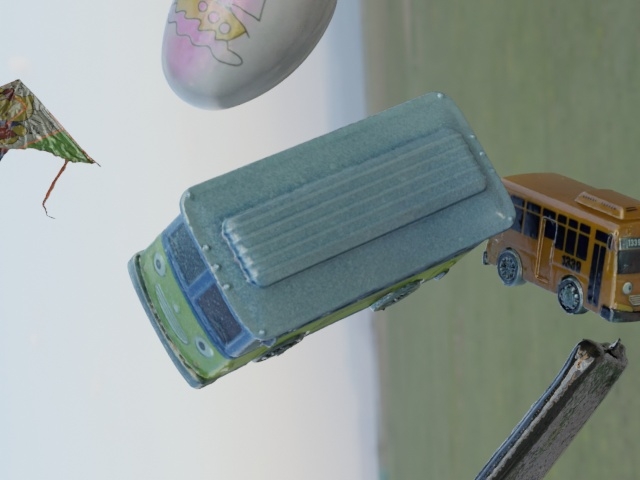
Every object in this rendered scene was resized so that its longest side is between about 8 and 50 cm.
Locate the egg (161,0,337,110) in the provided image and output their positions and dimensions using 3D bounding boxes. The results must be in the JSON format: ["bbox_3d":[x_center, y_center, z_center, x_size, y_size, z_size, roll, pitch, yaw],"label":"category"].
[{"bbox_3d":[-0.097,-0.292,2.319,0.196,0.271,0.196,45,165,15],"label":"egg"}]

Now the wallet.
[{"bbox_3d":[0.213,0.194,1.774,0.250,0.044,0.149,-54,-20,8],"label":"wallet"}]

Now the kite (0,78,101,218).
[{"bbox_3d":[-0.316,-0.074,1.754,0.006,0.198,0.244,105,176,-47],"label":"kite"}]

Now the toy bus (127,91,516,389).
[{"bbox_3d":[0.000,0.000,1.654,0.152,0.312,0.190,62,149,8],"label":"toy bus"}]

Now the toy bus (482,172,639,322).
[{"bbox_3d":[0.259,0.004,1.755,0.201,0.098,0.114,27,117,53],"label":"toy bus"}]
